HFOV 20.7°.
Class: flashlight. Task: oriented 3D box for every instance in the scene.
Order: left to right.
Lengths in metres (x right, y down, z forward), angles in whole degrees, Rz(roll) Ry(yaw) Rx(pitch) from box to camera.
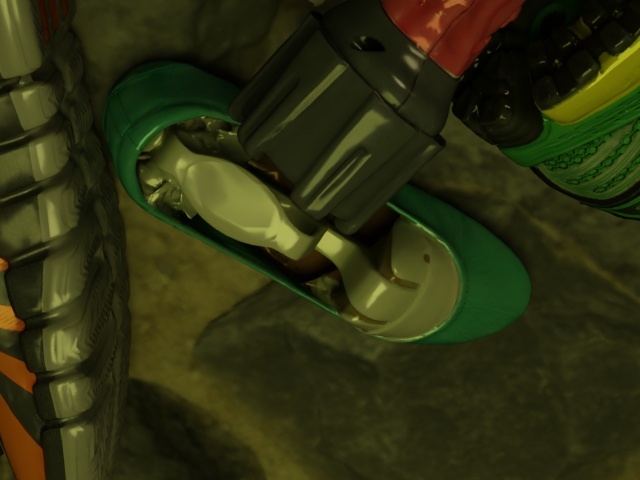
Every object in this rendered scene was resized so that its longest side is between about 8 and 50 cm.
[{"bbox_3d":[0.091,-0.131,0.711,0.304,0.103,0.103,-46,154,11],"label":"flashlight"}]

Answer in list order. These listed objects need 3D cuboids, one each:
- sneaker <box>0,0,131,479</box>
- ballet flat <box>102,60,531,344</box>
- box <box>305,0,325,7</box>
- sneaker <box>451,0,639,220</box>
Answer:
[{"bbox_3d":[-0.196,-0.014,0.843,0.180,0.124,0.321,-6,108,6],"label":"sneaker"},{"bbox_3d":[0.000,0.000,0.862,0.247,0.087,0.083,29,113,-17],"label":"ballet flat"},{"bbox_3d":[-0.065,-0.252,0.723,0.290,0.087,0.169,33,113,-18],"label":"box"},{"bbox_3d":[0.220,-0.146,0.786,0.343,0.134,0.146,-40,131,18],"label":"sneaker"}]
